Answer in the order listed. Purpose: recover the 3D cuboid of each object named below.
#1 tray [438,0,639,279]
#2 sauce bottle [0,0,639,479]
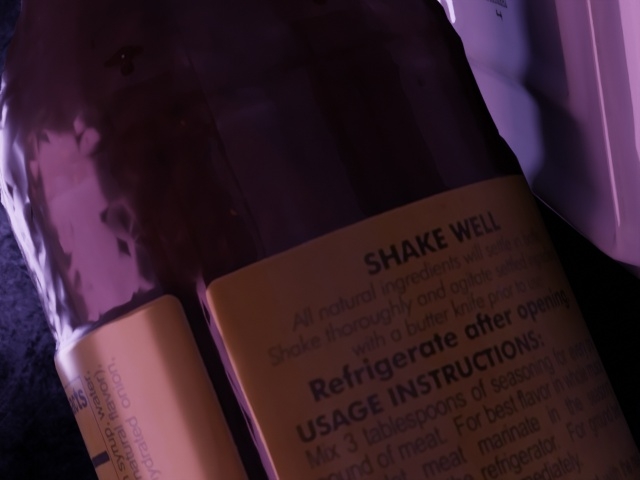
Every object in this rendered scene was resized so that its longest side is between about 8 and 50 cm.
[{"bbox_3d":[0.051,-0.063,0.419,0.270,0.030,0.145,-114,15,-78],"label":"tray"},{"bbox_3d":[0.000,0.018,0.386,0.111,0.111,0.344,105,145,-84],"label":"sauce bottle"}]
